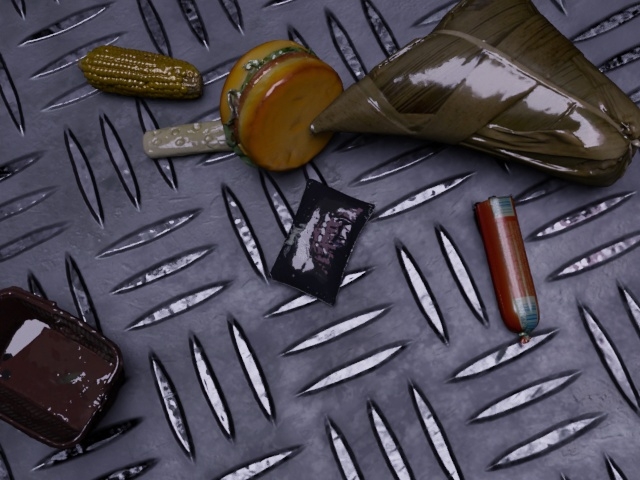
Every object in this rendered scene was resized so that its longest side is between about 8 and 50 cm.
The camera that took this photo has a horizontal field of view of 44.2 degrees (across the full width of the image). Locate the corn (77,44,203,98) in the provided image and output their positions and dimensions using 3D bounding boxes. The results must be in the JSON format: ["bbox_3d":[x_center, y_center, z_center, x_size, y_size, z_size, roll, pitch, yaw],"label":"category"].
[{"bbox_3d":[-0.361,-0.332,1.569,0.262,0.097,0.097,11,77,8],"label":"corn"}]

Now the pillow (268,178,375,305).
[{"bbox_3d":[0.000,0.000,1.462,0.141,0.055,0.208,23,79,5],"label":"pillow"}]

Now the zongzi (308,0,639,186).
[{"bbox_3d":[0.302,-0.161,1.388,0.467,0.218,0.500,-38,72,-3],"label":"zongzi"}]

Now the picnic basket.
[{"bbox_3d":[-0.494,0.230,1.419,0.297,0.129,0.222,26,78,11],"label":"picnic basket"}]

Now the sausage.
[{"bbox_3d":[0.335,0.054,1.402,0.083,0.083,0.264,-11,76,3],"label":"sausage"}]

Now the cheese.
[{"bbox_3d":[-0.253,-0.200,1.548,0.194,0.043,0.065,-5,76,5],"label":"cheese"}]

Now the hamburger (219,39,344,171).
[{"bbox_3d":[-0.085,-0.254,1.451,0.246,0.246,0.170,-42,56,-5],"label":"hamburger"}]
